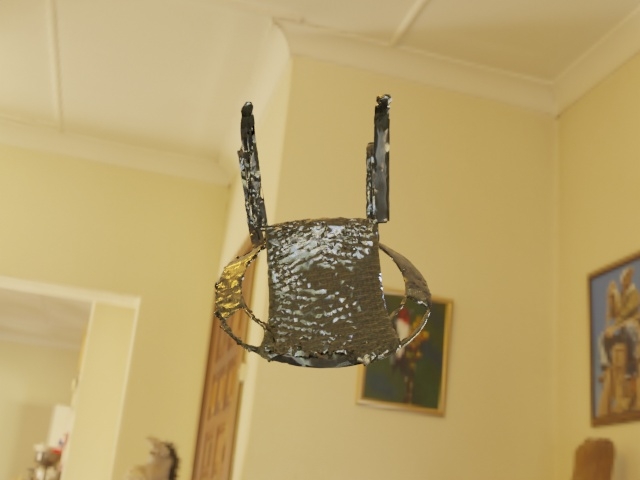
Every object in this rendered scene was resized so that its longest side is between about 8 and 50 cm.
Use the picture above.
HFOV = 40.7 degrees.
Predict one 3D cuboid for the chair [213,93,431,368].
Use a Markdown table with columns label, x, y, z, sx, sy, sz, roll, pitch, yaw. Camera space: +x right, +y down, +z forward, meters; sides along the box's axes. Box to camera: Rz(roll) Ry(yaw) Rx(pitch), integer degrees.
| label | x | y | z | sx | sy | sz | roll | pitch | yaw |
| --- | --- | --- | --- | --- | --- | --- | --- | --- | --- |
| chair | 0.000 | 0.000 | 0.699 | 0.174 | 0.213 | 0.149 | -2 | -12 | -4 |
